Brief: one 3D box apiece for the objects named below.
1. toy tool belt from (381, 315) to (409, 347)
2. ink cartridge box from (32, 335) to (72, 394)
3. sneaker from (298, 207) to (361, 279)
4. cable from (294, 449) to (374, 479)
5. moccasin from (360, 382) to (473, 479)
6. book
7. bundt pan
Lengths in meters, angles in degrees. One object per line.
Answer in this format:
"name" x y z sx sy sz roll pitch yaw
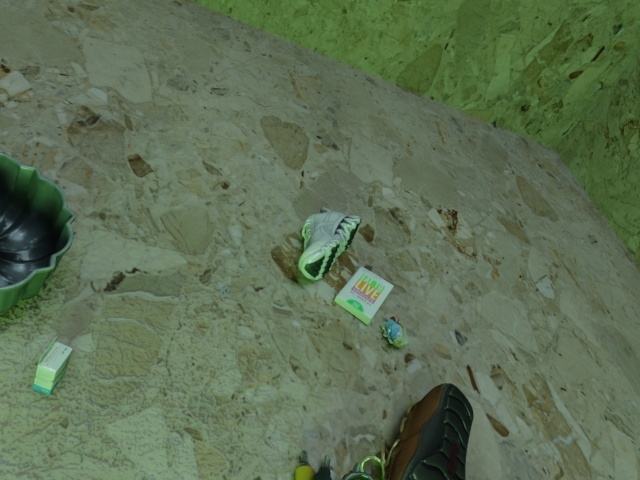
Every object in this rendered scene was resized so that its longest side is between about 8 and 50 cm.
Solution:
"toy tool belt" 0.165 0.203 1.237 0.051 0.052 0.083 18 38 -32
"ink cartridge box" -0.400 0.187 0.816 0.028 0.083 0.048 26 37 -8
"sneaker" 0.000 0.000 1.316 0.118 0.110 0.292 29 28 8
"cable" 0.004 0.452 0.818 0.139 0.072 0.287 7 44 11
"moccasin" 0.165 0.400 0.956 0.139 0.147 0.380 47 32 -8
"book" 0.104 0.128 1.298 0.096 0.035 0.144 34 38 9
"bundt pan" -0.580 -0.005 0.872 0.331 0.124 0.331 20 39 -17
